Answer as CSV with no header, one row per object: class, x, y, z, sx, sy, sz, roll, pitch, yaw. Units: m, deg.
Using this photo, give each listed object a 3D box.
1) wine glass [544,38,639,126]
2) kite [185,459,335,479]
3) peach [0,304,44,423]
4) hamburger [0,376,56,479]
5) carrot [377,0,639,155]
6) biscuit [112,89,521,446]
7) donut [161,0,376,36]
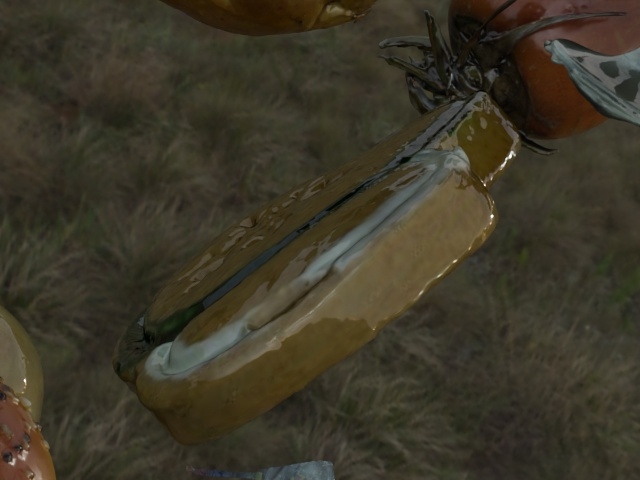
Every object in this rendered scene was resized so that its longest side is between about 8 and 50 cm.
wine glass,0.240,-0.173,0.611,0.156,0.232,0.156,27,24,-13
kite,-0.095,0.400,1.640,0.245,0.015,0.141,6,70,3
peach,-0.437,0.184,1.123,0.247,0.292,0.292,64,25,-10
hamburger,-0.319,0.182,0.715,0.300,0.176,0.300,28,38,-24
carrot,0.231,-0.199,1.004,0.331,0.193,0.214,-30,28,-3
biscuit,-0.001,-0.002,0.637,0.057,0.287,0.344,55,-6,-9
donut,-0.011,-0.283,0.609,0.299,0.317,0.150,57,15,-28
